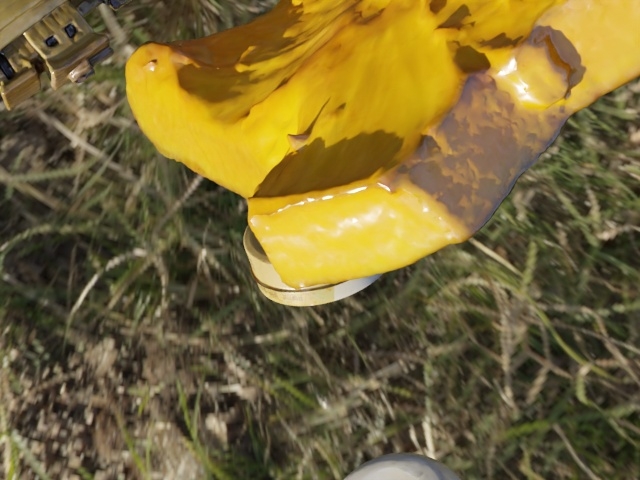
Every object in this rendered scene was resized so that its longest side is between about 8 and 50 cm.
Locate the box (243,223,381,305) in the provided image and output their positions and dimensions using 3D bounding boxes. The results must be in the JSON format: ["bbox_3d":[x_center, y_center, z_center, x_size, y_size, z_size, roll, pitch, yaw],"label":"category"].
[{"bbox_3d":[0.000,0.000,0.988,0.105,0.105,0.037,-19,121,-2],"label":"box"}]

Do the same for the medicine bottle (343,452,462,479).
[{"bbox_3d":[0.103,0.281,1.200,0.131,0.131,0.250,-37,138,2],"label":"medicine bottle"}]

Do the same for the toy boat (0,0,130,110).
[{"bbox_3d":[-0.171,-0.127,0.893,0.206,0.064,0.072,-39,87,-12],"label":"toy boat"}]

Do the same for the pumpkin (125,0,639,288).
[{"bbox_3d":[0.051,-0.099,0.586,0.258,0.290,0.095,-46,115,-1],"label":"pumpkin"}]
